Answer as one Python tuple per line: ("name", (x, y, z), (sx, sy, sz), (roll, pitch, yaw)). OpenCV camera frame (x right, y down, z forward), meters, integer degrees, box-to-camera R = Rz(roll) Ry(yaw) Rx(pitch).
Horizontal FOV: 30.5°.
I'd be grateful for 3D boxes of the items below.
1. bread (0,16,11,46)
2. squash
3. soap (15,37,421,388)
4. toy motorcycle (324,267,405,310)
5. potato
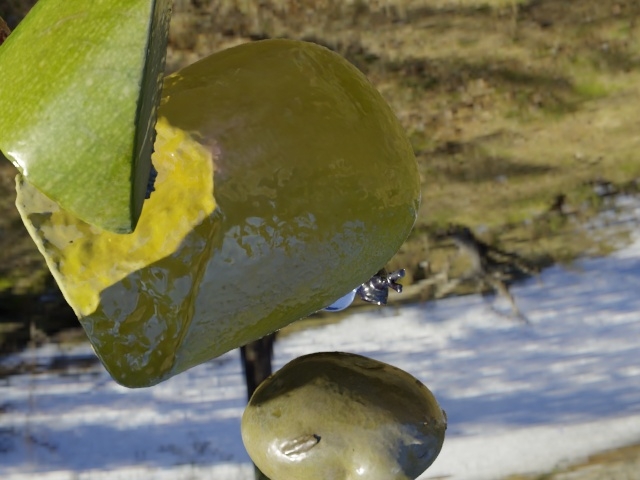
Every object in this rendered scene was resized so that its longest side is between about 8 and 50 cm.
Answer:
("bread", (-0.526, -0.197, 1.487), (0.295, 0.114, 0.327), (-41, 151, -8))
("squash", (-0.122, -0.137, 0.846), (0.169, 0.093, 0.252), (43, 110, -13))
("soap", (-0.087, -0.049, 1.264), (0.427, 0.306, 0.115), (-31, 171, -22))
("toy motorcycle", (0.000, 0.000, 1.547), (0.212, 0.358, 0.125), (13, 113, -1))
("potato", (0.025, 0.197, 1.252), (0.235, 0.178, 0.160), (2, 131, 43))
